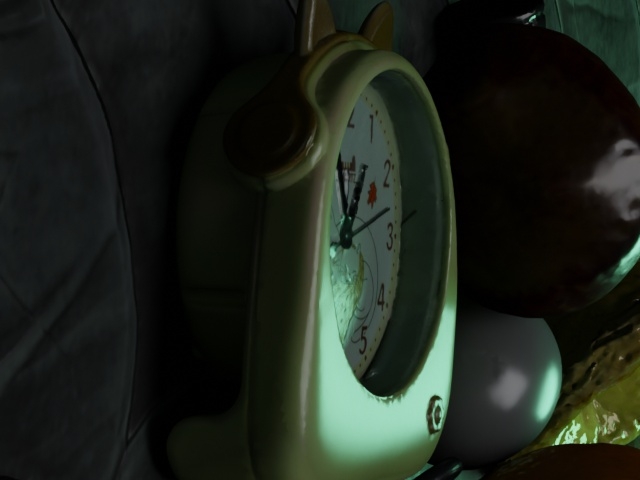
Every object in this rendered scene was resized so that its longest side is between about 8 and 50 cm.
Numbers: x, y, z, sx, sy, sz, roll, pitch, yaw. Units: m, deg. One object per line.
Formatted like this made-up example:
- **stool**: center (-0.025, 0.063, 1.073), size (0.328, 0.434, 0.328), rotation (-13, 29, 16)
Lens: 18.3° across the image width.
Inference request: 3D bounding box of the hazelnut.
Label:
- **hazelnut**: center (0.175, -0.057, 1.552), size (0.218, 0.218, 0.234), rotation (-38, 121, -60)

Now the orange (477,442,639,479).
- **orange**: center (0.209, 0.374, 1.576), size (0.424, 0.326, 0.424), rotation (169, -90, -80)

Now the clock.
- **clock**: center (0.000, 0.000, 1.376), size (0.286, 0.117, 0.348), rotation (3, 88, -66)

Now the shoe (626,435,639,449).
- **shoe**: center (0.387, 0.262, 2.195), size (0.351, 0.172, 0.198), rotation (55, 31, -37)

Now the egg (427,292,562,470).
- **egg**: center (0.124, 0.111, 1.626), size (0.199, 0.146, 0.146), rotation (-19, 110, -61)

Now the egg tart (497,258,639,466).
- **egg tart**: center (0.274, 0.109, 1.895), size (0.120, 0.315, 0.315), rotation (52, 14, 20)

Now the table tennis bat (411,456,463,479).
- **table tennis bat**: center (0.048, 0.214, 1.523), size (0.027, 0.150, 0.236), rotation (54, 0, 11)

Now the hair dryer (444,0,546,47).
- **hair dryer**: center (0.115, -0.095, 1.697), size (0.251, 0.089, 0.197), rotation (-27, 119, -53)
